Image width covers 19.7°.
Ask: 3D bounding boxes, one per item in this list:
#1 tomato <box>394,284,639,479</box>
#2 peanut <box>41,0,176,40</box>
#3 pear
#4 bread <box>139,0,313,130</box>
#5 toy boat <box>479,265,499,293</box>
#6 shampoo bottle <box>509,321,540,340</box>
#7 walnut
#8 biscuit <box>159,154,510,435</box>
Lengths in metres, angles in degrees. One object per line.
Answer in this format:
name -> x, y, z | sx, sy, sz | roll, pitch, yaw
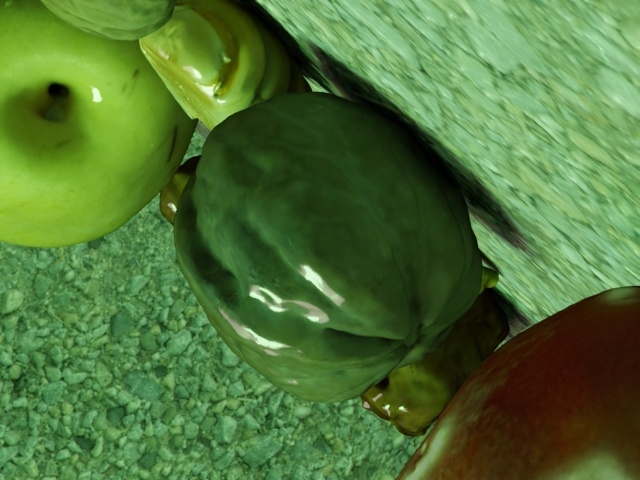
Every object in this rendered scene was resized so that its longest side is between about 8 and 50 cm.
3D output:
tomato -> 0.180, 0.194, 0.881 | 0.325, 0.293, 0.290 | 36, -170, 20
peanut -> -0.180, -0.228, 1.184 | 0.233, 0.110, 0.197 | 41, 177, 6
pear -> -0.241, -0.139, 1.538 | 0.309, 0.309, 0.309 | 43, 177, 2
bread -> -0.067, -0.126, 1.376 | 0.119, 0.084, 0.177 | 40, 176, 24
toy boat -> 0.008, -0.047, 1.541 | 0.318, 0.099, 0.141 | 42, 150, 7
shampoo bottle -> 0.266, 0.197, 1.551 | 0.303, 0.092, 0.092 | 45, 177, -19
walnut -> 0.000, 0.000, 1.288 | 0.224, 0.224, 0.224 | 43, 177, 2
biscuit -> 0.021, 0.037, 1.819 | 0.342, 0.166, 0.395 | 44, 176, 4
